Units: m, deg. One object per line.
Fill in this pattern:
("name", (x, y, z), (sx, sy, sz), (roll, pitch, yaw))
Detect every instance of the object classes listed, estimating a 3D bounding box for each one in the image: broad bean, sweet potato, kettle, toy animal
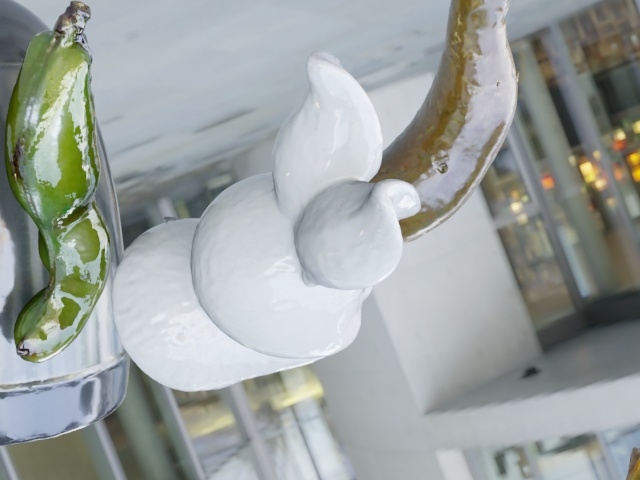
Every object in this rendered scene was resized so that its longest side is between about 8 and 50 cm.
("broad bean", (-0.148, -0.030, 0.729), (0.048, 0.213, 0.070), (17, -154, 24))
("sweet potato", (0.077, -0.075, 0.964), (0.346, 0.108, 0.079), (-54, -154, 30))
("kettle", (-0.239, -0.024, 0.838), (0.251, 0.271, 0.207), (-7, -163, -44))
("toy animal", (-0.002, -0.001, 0.657), (0.131, 0.103, 0.221), (12, 152, -34))

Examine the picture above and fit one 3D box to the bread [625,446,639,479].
("bread", (0.420, 0.237, 1.009), (0.337, 0.358, 0.204), (-65, -167, -1))
